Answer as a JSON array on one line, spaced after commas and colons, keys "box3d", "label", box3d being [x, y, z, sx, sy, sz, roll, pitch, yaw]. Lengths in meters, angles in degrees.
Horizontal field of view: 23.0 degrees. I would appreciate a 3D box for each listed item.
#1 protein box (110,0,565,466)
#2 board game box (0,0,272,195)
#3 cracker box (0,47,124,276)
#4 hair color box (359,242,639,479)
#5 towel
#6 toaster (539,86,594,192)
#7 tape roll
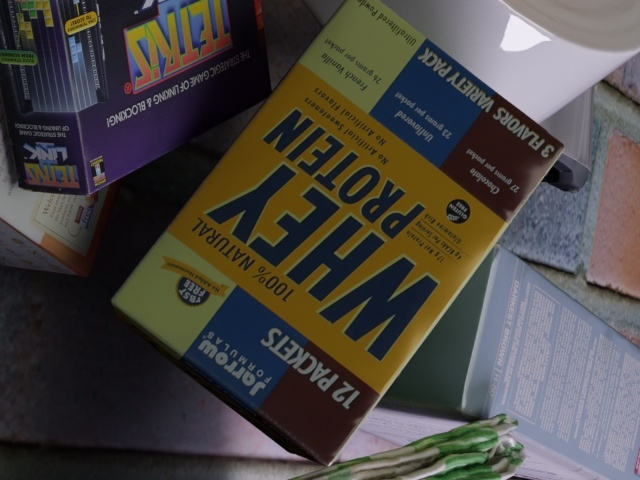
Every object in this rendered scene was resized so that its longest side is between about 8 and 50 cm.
[{"box3d": [0.000, 0.000, 0.863, 0.201, 0.136, 0.200, -53, -178, -8], "label": "protein box"}, {"box3d": [-0.092, -0.116, 0.783, 0.170, 0.048, 0.141, -37, 124, -53], "label": "board game box"}, {"box3d": [-0.174, -0.099, 0.761, 0.232, 0.067, 0.156, 45, 57, -53], "label": "cracker box"}, {"box3d": [0.108, 0.096, 1.148, 0.374, 0.185, 0.114, 32, 69, -56], "label": "hair color box"}, {"box3d": [-0.048, 0.172, 0.876, 0.325, 0.248, 0.038, -4, 70, -58], "label": "towel"}, {"box3d": [0.124, -0.125, 1.185, 0.227, 0.129, 0.146, 16, 79, -55], "label": "toaster"}, {"box3d": [0.088, -0.212, 0.994, 0.286, 0.100, 0.286, 25, 47, -30], "label": "tape roll"}]
